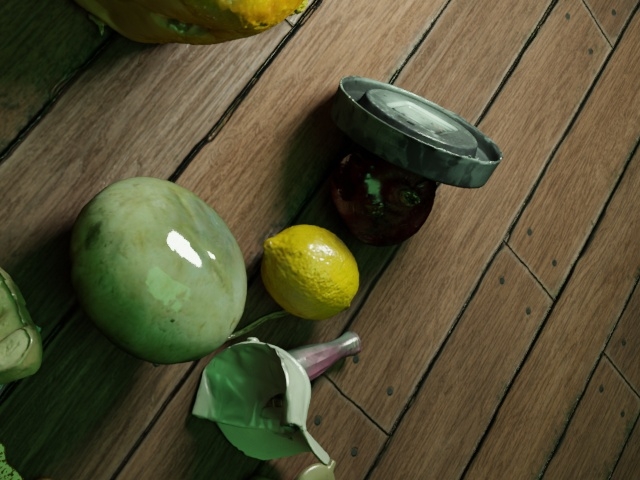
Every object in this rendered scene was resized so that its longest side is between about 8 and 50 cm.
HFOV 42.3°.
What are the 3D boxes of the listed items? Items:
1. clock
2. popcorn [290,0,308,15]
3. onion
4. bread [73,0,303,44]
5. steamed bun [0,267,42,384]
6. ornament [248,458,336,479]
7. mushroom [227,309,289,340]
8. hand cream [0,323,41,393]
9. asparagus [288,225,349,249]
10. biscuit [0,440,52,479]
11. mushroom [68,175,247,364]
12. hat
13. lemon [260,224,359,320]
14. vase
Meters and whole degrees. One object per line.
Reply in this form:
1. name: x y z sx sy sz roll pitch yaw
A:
1. clock: 0.202 -0.233 1.769 0.386 0.386 0.076 7 118 -35
2. popcorn: -0.075 -0.521 1.715 0.120 0.116 0.106 -2 74 -35
3. onion: 0.149 -0.106 1.812 0.252 0.219 0.252 -3 96 -26
4. bread: -0.205 -0.473 1.477 0.361 0.394 0.250 -38 127 -32
5. steamed bun: -0.553 0.170 1.361 0.231 0.212 0.110 -51 159 -20
6. ornament: -0.073 0.563 1.756 0.230 0.061 0.245 29 77 -33
7. mushroom: -0.155 0.182 1.723 0.286 0.028 0.026 -14 56 -35
8. hand cream: -0.585 0.248 1.411 0.275 0.050 0.079 -64 147 -23
9. asparagus: 0.000 0.000 1.821 0.165 0.030 0.036 19 56 -32
10. biscuit: -0.542 0.473 1.444 0.250 0.036 0.165 49 65 -21
11. mushroom: -0.291 0.052 1.460 0.352 0.260 0.352 44 25 -27
12. hat: -0.081 0.336 1.666 0.301 0.257 0.168 52 50 -36
13. lemon: -0.021 0.067 1.715 0.256 0.188 0.188 38 70 -33
14. vase: -0.005 0.255 1.794 0.214 0.086 0.086 -17 100 -38
